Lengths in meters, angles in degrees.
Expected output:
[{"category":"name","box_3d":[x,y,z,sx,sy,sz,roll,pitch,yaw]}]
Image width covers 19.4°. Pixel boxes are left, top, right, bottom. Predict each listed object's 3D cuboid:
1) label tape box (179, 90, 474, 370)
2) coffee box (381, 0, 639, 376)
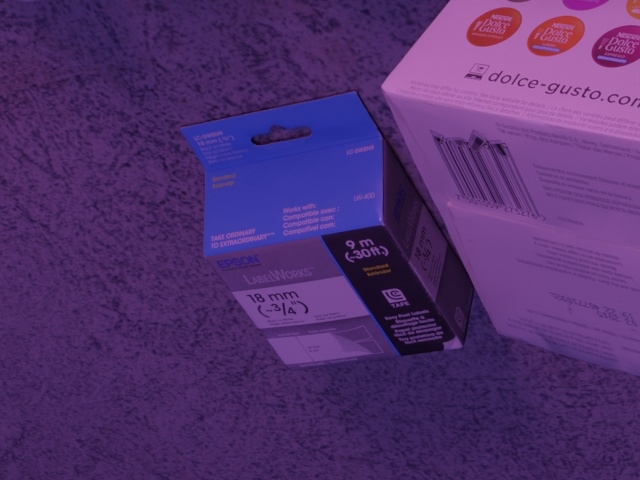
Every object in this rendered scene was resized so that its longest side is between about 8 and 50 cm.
[{"category":"label tape box","box_3d":[0.000,0.000,2.160,0.241,0.106,0.333,-10,134,28]},{"category":"coffee box","box_3d":[0.322,-0.103,1.676,0.338,0.334,0.338,16,147,40]}]
